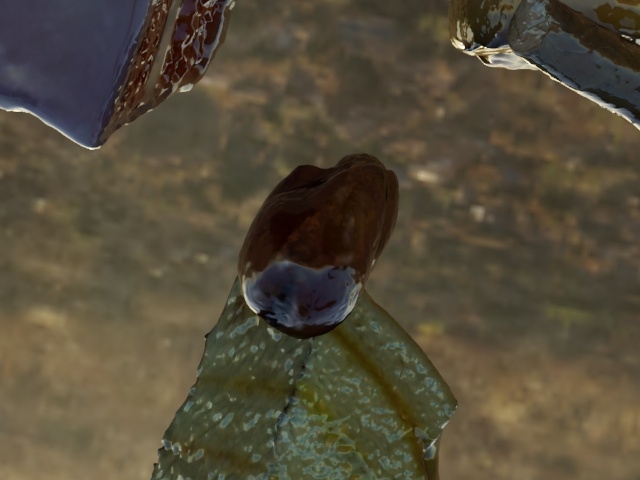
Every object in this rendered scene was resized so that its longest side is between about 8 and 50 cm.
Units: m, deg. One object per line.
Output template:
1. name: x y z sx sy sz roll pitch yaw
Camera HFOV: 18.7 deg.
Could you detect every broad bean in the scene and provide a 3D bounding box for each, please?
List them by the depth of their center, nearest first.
1. broad bean: -0.002 -0.003 1.774 0.122 0.228 0.156 24 128 0

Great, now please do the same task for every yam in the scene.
1. yam: 0.224 -0.104 1.348 0.241 0.057 0.057 24 162 -33

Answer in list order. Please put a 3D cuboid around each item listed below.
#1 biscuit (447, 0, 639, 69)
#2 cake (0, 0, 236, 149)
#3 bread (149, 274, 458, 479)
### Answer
1. biscuit: 0.252 -0.196 1.616 0.296 0.102 0.296 1 -178 0
2. cake: -0.193 -0.270 1.662 0.230 0.309 0.237 29 -151 9
3. bread: -0.002 0.229 1.983 0.264 0.395 0.239 28 169 -25
